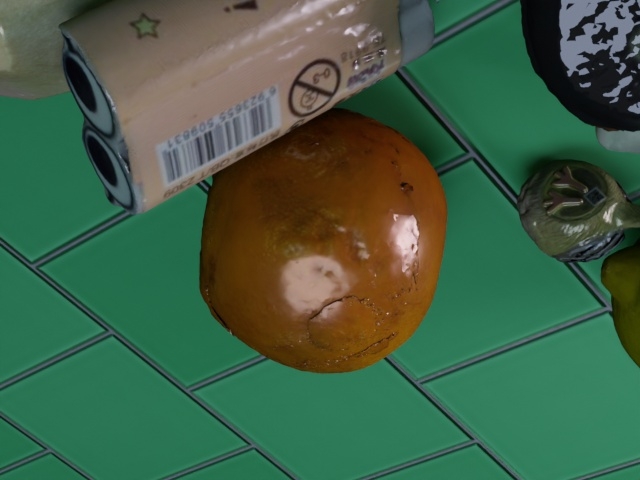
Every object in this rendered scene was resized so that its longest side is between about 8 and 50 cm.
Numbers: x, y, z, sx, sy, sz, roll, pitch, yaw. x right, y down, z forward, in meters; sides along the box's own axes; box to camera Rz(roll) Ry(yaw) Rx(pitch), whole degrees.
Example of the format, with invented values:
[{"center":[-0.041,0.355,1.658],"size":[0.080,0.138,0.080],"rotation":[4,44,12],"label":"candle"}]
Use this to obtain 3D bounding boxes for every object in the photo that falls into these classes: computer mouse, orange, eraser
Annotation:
[{"center":[0.240,-0.234,0.898],"size":[0.182,0.116,0.323],"rotation":[-1,121,-3],"label":"computer mouse"},{"center":[0.000,0.000,1.099],"size":[0.240,0.240,0.240],"rotation":[5,136,5],"label":"orange"},{"center":[-0.045,-0.145,0.942],"size":[0.087,0.290,0.171],"rotation":[42,152,35],"label":"eraser"}]

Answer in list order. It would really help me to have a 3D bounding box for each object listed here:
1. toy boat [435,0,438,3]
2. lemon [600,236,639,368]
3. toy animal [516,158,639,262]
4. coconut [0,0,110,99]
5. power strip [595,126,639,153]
[{"center":[0.109,-0.226,0.994],"size":[0.038,0.038,0.083],"rotation":[18,134,-7],"label":"toy boat"},{"center":[0.377,0.060,1.130],"size":[0.248,0.184,0.184],"rotation":[13,136,-11],"label":"lemon"},{"center":[0.249,-0.020,1.130],"size":[0.137,0.098,0.098],"rotation":[16,139,22],"label":"toy animal"},{"center":[-0.231,-0.218,0.933],"size":[0.197,0.237,0.237],"rotation":[10,136,3],"label":"coconut"},{"center":[0.423,-0.101,1.021],"size":[0.385,0.091,0.062],"rotation":[7,138,4],"label":"power strip"}]
